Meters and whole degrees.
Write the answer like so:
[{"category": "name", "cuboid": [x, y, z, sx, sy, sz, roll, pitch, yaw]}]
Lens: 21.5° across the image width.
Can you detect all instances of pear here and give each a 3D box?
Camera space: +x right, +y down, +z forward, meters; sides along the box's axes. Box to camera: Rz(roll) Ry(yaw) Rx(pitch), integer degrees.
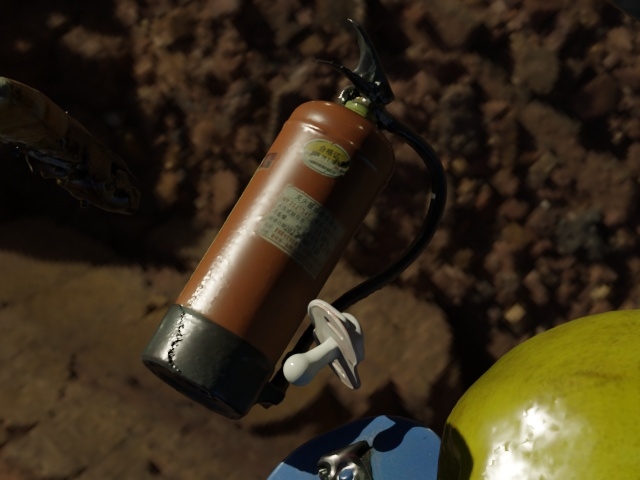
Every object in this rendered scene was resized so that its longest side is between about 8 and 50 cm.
[{"category": "pear", "cuboid": [0.222, 0.164, 1.044, 0.307, 0.253, 0.253, -3, 129, -1]}]

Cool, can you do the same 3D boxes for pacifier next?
[{"category": "pacifier", "cuboid": [-0.001, 0.098, 1.486, 0.081, 0.078, 0.099, 46, 160, 29]}]

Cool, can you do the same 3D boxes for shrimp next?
[{"category": "shrimp", "cuboid": [-0.198, -0.039, 0.968, 0.148, 0.195, 0.035, -22, 62, 19]}]

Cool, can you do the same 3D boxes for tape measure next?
[{"category": "tape measure", "cuboid": [0.099, 0.231, 1.478, 0.351, 0.215, 0.098, -22, 124, 7]}]

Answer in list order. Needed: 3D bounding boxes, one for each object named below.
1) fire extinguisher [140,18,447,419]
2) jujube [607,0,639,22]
[{"category": "fire extinguisher", "cuboid": [-0.009, -0.004, 1.592, 0.113, 0.376, 0.200, 20, 164, 39]}, {"category": "jujube", "cuboid": [0.159, -0.253, 0.845, 0.308, 0.246, 0.215, 38, 111, -10]}]
